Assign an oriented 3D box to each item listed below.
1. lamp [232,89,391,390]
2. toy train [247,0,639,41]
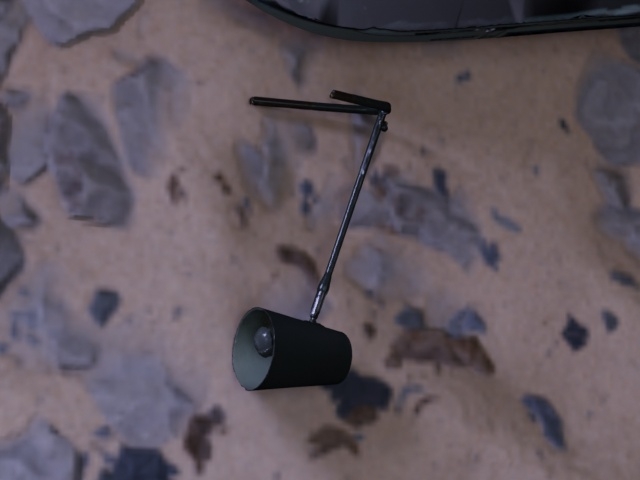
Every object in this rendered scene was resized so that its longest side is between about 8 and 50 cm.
[{"bbox_3d":[0.000,0.001,0.719,0.054,0.041,0.121,10,81,-32],"label":"lamp"},{"bbox_3d":[0.080,-0.112,0.766,0.252,0.048,0.055,-6,89,-20],"label":"toy train"}]
